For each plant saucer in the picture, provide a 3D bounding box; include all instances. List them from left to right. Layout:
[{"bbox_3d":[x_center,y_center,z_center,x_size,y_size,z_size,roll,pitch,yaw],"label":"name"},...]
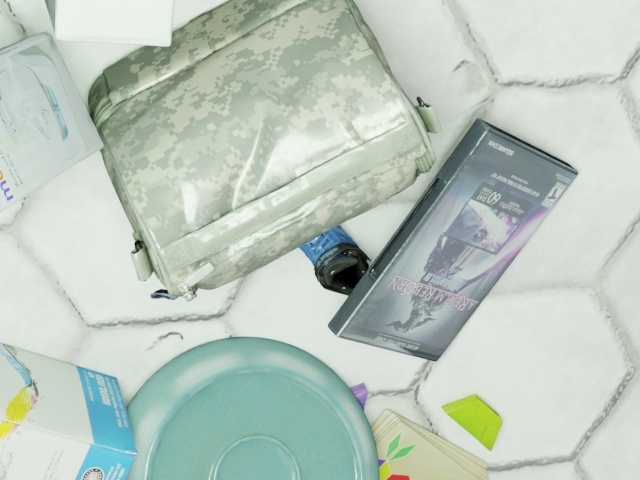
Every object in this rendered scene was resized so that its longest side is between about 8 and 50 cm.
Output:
[{"bbox_3d":[-0.075,0.263,1.616,0.317,0.043,0.318,2,83,-20],"label":"plant saucer"}]

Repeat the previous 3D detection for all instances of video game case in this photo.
[{"bbox_3d":[0.147,0.008,1.607,0.196,0.026,0.274,18,111,-50],"label":"video game case"}]

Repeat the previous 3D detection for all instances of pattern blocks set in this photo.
[{"bbox_3d":[0.100,0.294,1.779,0.285,0.026,0.325,-39,119,6],"label":"pattern blocks set"}]

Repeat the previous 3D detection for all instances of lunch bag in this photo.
[{"bbox_3d":[-0.058,-0.091,1.413,0.305,0.256,0.213,-27,119,-1],"label":"lunch bag"}]

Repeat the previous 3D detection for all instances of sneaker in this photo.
[{"bbox_3d":[0.001,-0.001,1.572,0.058,0.084,0.152,-38,119,5],"label":"sneaker"}]

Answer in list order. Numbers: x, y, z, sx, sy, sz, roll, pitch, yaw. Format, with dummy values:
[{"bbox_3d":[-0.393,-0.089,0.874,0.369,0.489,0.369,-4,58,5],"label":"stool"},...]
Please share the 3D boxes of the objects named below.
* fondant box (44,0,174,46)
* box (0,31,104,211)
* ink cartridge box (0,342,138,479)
[{"bbox_3d":[-0.184,-0.325,1.217,0.096,0.330,0.238,0,116,-15],"label":"fondant box"},{"bbox_3d":[-0.365,-0.062,1.296,0.262,0.231,0.127,-21,103,23],"label":"box"},{"bbox_3d":[-0.339,0.218,1.537,0.232,0.168,0.171,20,108,-23],"label":"ink cartridge box"}]
